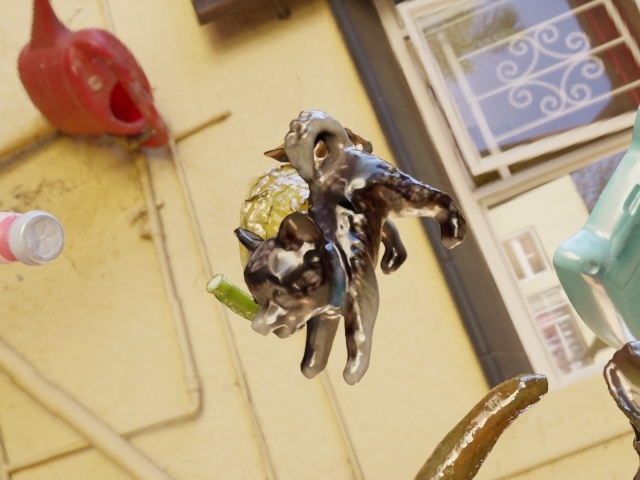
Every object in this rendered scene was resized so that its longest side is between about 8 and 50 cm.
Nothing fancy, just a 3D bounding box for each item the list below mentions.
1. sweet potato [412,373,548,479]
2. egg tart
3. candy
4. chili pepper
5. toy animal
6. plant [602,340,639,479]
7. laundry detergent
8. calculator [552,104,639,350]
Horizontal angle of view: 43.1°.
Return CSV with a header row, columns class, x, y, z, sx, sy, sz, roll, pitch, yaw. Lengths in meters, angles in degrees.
class,x,y,z,sx,sy,sz,roll,pitch,yaw
sweet potato,0.215,0.283,1.138,0.075,0.273,0.075,40,-5,4
egg tart,-0.014,-0.004,1.468,0.116,0.295,0.294,-11,-76,53
candy,-0.004,-0.195,1.771,0.271,0.143,0.101,-6,83,-60
chili pepper,-0.095,0.110,1.313,0.202,0.052,0.050,26,25,-30
toy animal,0.000,0.000,1.189,0.302,0.344,0.194,46,-28,-15
plant,0.329,0.173,0.635,0.204,0.234,0.178,-127,-130,-78
laundry detergent,-0.523,-0.002,1.257,0.159,0.335,0.087,-10,97,-50
calculator,0.404,0.012,0.944,0.054,0.256,0.386,29,-2,41
